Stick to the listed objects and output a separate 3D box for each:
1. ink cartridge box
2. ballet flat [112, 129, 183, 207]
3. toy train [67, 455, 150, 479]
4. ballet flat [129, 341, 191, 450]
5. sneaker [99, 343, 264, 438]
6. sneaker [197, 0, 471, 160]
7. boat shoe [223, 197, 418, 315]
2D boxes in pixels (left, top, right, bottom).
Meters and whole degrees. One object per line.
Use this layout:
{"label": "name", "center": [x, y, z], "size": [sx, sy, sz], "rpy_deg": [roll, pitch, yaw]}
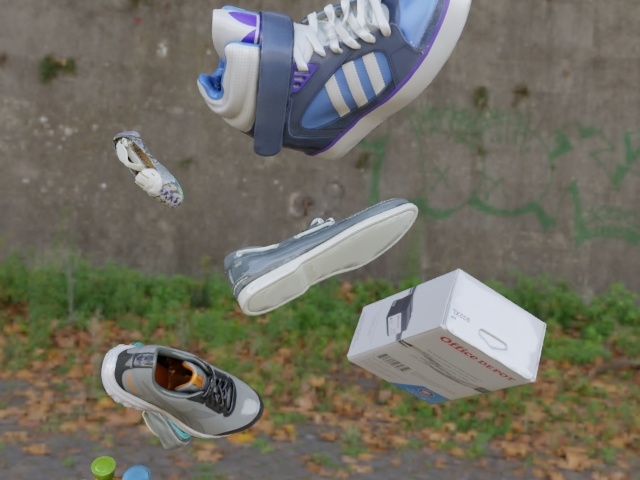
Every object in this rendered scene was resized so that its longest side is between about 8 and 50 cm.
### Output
{"label": "ink cartridge box", "center": [0.234, 0.191, 1.748], "size": [0.223, 0.129, 0.307], "rpy_deg": [31, -30, -20]}
{"label": "ballet flat", "center": [-0.204, -0.080, 1.060], "size": [0.114, 0.041, 0.041], "rpy_deg": [51, 22, 17]}
{"label": "toy train", "center": [-0.427, 0.483, 1.834], "size": [0.248, 0.143, 0.105], "rpy_deg": [16, 42, 23]}
{"label": "ballet flat", "center": [-0.314, 0.292, 1.701], "size": [0.068, 0.213, 0.072], "rpy_deg": [-31, -2, 27]}
{"label": "sneaker", "center": [-0.177, 0.215, 1.309], "size": [0.108, 0.100, 0.272], "rpy_deg": [-17, -32, 39]}
{"label": "sneaker", "center": [-0.005, -0.236, 1.095], "size": [0.236, 0.130, 0.323], "rpy_deg": [21, -47, -30]}
{"label": "boat shoe", "center": [0.000, 0.000, 1.422], "size": [0.320, 0.099, 0.116], "rpy_deg": [-28, -30, -14]}
